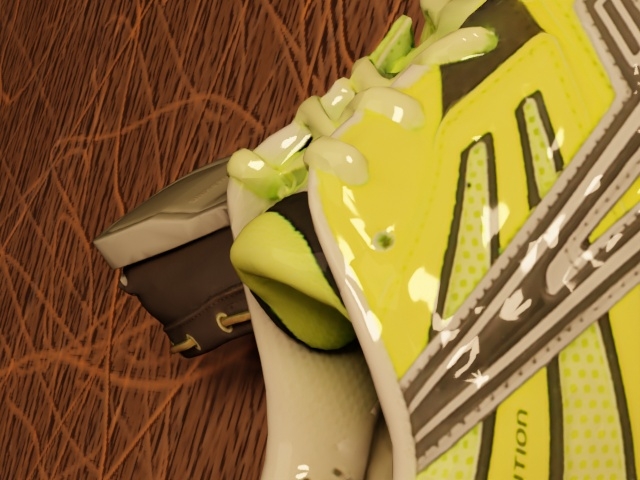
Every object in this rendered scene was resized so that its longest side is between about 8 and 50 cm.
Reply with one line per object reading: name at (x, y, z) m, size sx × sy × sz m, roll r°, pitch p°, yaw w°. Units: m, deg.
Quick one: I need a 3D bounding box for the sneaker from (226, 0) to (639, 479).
sneaker at (0.066, -0.024, 0.416) m, size 0.145 × 0.147 × 0.384 m, roll -9°, pitch 64°, yaw 66°

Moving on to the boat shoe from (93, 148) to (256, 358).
boat shoe at (0.000, 0.000, 0.639) m, size 0.081 × 0.068 × 0.228 m, roll -37°, pitch 13°, yaw -31°
